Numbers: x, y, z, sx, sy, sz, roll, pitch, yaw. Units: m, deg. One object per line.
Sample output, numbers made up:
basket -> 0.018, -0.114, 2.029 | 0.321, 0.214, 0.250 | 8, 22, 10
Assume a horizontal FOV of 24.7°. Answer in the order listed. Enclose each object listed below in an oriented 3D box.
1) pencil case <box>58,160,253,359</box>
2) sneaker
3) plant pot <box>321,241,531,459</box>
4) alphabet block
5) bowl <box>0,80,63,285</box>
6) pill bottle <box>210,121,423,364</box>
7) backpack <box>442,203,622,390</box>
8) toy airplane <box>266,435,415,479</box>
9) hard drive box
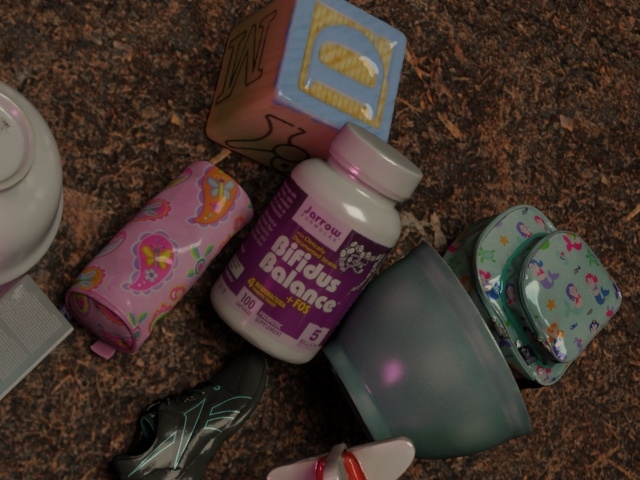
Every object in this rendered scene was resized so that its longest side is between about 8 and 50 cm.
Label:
pencil case -> -0.209, 0.022, 1.904 | 0.124, 0.124, 0.284 | 48, 57, -14
sneaker -> -0.163, 0.229, 1.884 | 0.106, 0.101, 0.267 | 45, 56, -13
plant pot -> 0.124, 0.177, 1.960 | 0.196, 0.293, 0.293 | -29, 95, -4
alphabet block -> -0.020, -0.216, 2.049 | 0.192, 0.197, 0.193 | 26, 64, -27
bowl -> -0.428, -0.096, 1.744 | 0.298, 0.134, 0.298 | 14, 61, -26
pill bottle -> 0.000, 0.000, 1.928 | 0.169, 0.169, 0.301 | 29, 103, -25
backpack -> 0.310, 0.077, 2.208 | 0.225, 0.191, 0.253 | -41, 96, -34
toy airplane -> 0.064, 0.439, 1.806 | 0.384, 0.386, 0.272 | 28, 24, -12
hard drive box -> -0.422, 0.156, 1.676 | 0.089, 0.181, 0.232 | 52, 56, -12
